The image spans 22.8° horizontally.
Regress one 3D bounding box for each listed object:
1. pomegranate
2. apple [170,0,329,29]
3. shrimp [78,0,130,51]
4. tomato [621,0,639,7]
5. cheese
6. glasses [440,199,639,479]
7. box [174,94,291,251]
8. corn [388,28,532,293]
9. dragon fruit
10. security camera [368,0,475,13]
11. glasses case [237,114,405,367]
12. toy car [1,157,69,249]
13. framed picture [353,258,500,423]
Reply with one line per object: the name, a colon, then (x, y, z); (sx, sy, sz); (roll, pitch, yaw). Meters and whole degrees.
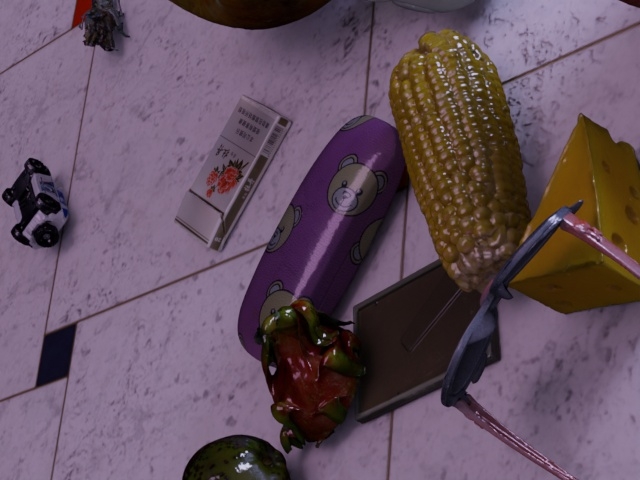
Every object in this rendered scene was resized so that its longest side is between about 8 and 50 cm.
pomegranate: (-0.087, 0.293, 1.775); (0.125, 0.163, 0.138); (-27, 54, -14)
apple: (-0.089, -0.461, 2.011); (0.384, 0.374, 0.374); (115, 170, -75)
shrimp: (-0.340, -0.352, 2.523); (0.082, 0.076, 0.174); (-6, 49, 3)
tomato: (0.335, -0.353, 1.512); (0.265, 0.265, 0.265); (-29, 48, 38)
cheese: (0.264, -0.029, 1.536); (0.126, 0.093, 0.171); (-14, 59, 50)
glasses: (0.251, 0.122, 1.421); (0.268, 0.118, 0.234); (38, 120, 18)
box: (-0.118, -0.090, 2.101); (0.198, 0.029, 0.109); (-61, 36, 3)
corn: (0.149, -0.093, 1.689); (0.130, 0.130, 0.347); (-38, 43, 31)
dragon fruit: (-0.017, 0.139, 1.766); (0.138, 0.175, 0.142); (-1, 40, 50)
security camera: (0.121, -0.359, 1.843); (0.236, 0.194, 0.194); (25, 89, 49)
glasses case: (0.000, 0.000, 1.858); (0.123, 0.076, 0.316); (32, 94, 54)
toy car: (-0.430, -0.049, 2.425); (0.080, 0.070, 0.170); (-51, 36, 17)
framed picture: (0.110, 0.098, 1.716); (0.203, 0.015, 0.150); (-31, 47, 37)
